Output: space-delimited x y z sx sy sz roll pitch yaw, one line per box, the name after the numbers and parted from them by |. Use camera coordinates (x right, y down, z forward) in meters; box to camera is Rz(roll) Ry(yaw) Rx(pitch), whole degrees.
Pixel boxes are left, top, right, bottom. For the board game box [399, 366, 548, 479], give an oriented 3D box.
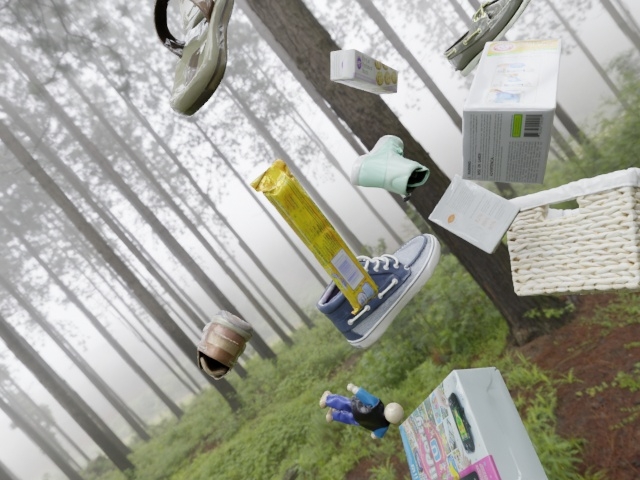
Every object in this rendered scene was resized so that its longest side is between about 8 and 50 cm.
0.270 0.411 0.830 0.303 0.098 0.223 106 159 -47 | board game box

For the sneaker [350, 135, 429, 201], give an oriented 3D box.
0.186 -0.170 1.021 0.256 0.151 0.094 -45 -32 -51 | sneaker

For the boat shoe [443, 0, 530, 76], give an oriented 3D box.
0.411 -0.530 1.088 0.109 0.091 0.305 -54 2 -18 | boat shoe

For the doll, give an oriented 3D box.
0.082 0.341 0.880 0.189 0.129 0.046 -12 15 42 | doll

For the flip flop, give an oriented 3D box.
-0.170 -0.273 0.550 0.112 0.080 0.276 -33 49 39 | flip flop

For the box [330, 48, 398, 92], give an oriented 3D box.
0.122 -0.424 1.117 0.063 0.067 0.324 5 12 27 | box

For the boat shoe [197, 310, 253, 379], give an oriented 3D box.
-0.249 0.267 1.051 0.116 0.123 0.324 -64 1 -30 | boat shoe

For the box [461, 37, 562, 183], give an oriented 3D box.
0.267 -0.185 0.607 0.103 0.114 0.203 8 48 24 | box

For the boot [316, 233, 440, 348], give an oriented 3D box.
0.081 0.044 0.572 0.190 0.086 0.069 -51 22 -20 | boot

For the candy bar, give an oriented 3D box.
0.000 0.000 0.396 0.040 0.161 0.018 -45 15 -29 | candy bar

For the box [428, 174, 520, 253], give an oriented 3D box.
0.380 -0.063 1.078 0.130 0.171 0.091 -60 -22 11 | box

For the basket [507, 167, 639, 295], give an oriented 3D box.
0.703 0.002 1.110 0.332 0.266 0.328 5 -11 -31 | basket
